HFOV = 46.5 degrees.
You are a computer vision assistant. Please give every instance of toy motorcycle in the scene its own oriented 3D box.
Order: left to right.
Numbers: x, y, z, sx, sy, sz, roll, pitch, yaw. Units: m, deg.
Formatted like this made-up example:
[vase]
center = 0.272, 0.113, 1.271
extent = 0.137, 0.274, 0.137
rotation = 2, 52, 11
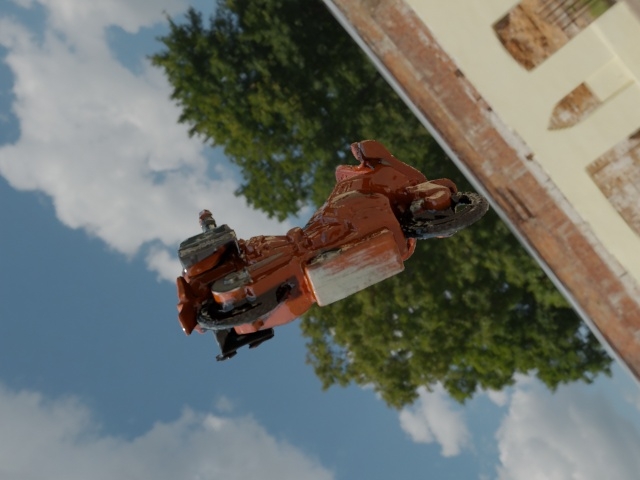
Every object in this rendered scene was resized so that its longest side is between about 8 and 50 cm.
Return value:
[toy motorcycle]
center = 0.000, 0.000, 0.789
extent = 0.221, 0.325, 0.148
rotation = -130, 19, -69
